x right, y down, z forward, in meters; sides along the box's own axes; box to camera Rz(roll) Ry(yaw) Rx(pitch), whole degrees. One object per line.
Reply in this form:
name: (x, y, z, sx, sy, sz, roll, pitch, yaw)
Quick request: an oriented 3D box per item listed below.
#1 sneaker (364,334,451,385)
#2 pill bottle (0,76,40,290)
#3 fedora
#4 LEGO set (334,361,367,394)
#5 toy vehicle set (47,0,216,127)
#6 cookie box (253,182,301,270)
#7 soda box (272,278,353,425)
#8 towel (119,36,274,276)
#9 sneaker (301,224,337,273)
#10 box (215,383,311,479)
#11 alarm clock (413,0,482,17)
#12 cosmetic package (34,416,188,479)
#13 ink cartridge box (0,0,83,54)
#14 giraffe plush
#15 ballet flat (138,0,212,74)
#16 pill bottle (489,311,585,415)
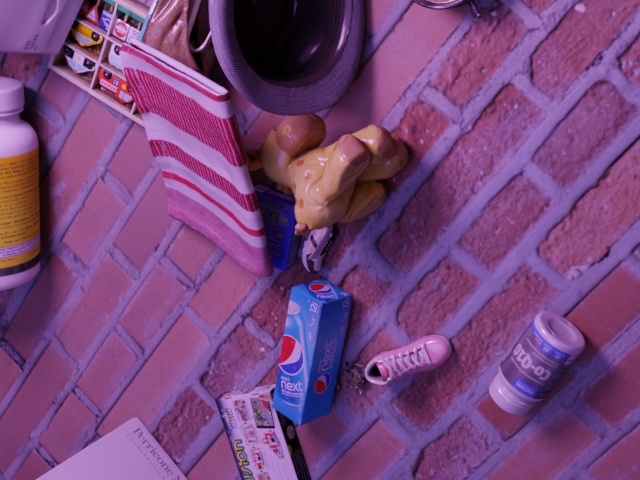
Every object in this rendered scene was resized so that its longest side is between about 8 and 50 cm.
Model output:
sneaker: (0.124, 0.179, 1.594, 0.134, 0.070, 0.051, -20, 93, 31)
pill bottle: (-0.564, -0.098, 1.815, 0.188, 0.188, 0.334, 14, 111, 25)
fedora: (-0.065, -0.312, 1.486, 0.124, 0.243, 0.275, 19, 119, 55)
LEGO set: (0.050, 0.209, 1.675, 0.083, 0.023, 0.054, -3, 102, 43)
toy vehicle set: (-0.296, -0.285, 1.701, 0.267, 0.035, 0.166, 32, 117, 17)
cookie box: (-0.075, -0.020, 1.658, 0.092, 0.040, 0.107, 22, 114, 21)
soda box: (-0.014, 0.169, 1.657, 0.067, 0.071, 0.210, 26, 117, 37)
towel: (-0.176, -0.113, 1.566, 0.237, 0.037, 0.329, 32, 147, 37)
sneaker: (0.000, 0.000, 1.624, 0.043, 0.040, 0.109, 13, 111, 23)
box: (-0.089, 0.341, 1.778, 0.114, 0.036, 0.207, -12, 99, 31)
alarm clock: (0.146, -0.375, 1.416, 0.192, 0.064, 0.129, 27, 117, 16)
cosmetic package: (-0.401, 0.493, 1.750, 0.230, 0.453, 0.161, 48, 121, 7)
ink cartridge box: (-0.492, -0.420, 1.665, 0.233, 0.168, 0.171, 46, 121, 23)
giraffe plush: (-0.009, -0.107, 1.529, 0.170, 0.181, 0.210, 45, 104, 23)
ballet flat: (-0.167, -0.390, 1.551, 0.124, 0.116, 0.342, 17, 102, 6)
pill bottle: (0.293, 0.171, 1.493, 0.078, 0.078, 0.137, 38, 119, 14)
